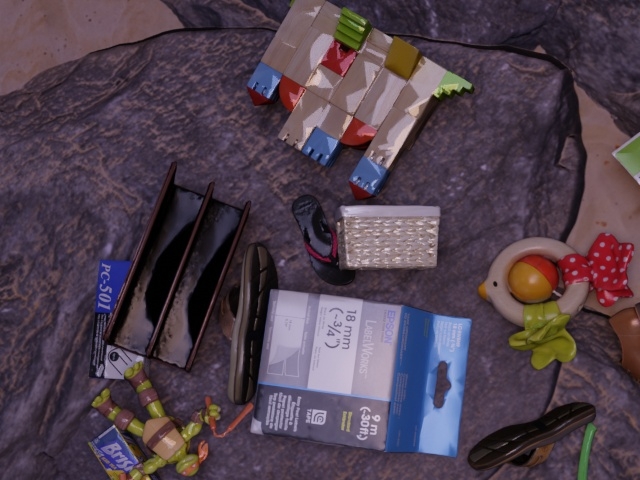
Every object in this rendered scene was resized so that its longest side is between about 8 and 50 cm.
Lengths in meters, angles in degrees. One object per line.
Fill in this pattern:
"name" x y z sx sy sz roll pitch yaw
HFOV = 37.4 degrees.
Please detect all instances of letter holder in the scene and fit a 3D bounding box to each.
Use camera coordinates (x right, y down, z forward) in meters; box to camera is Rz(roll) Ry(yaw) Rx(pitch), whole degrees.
"letter holder" -0.229 0.047 1.542 0.152 0.214 0.301 20 78 -5

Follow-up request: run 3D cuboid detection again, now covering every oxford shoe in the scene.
"oxford shoe" 0.524 0.203 1.508 0.076 0.076 0.212 -23 92 23

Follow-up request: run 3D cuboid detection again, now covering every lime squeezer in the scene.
"lime squeezer" 0.357 0.433 1.500 0.310 0.059 0.110 -43 78 -1

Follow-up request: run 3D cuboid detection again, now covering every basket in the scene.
"basket" 0.109 -0.003 1.572 0.167 0.113 0.103 1 86 -6

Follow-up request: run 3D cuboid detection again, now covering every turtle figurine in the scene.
"turtle figurine" -0.257 0.307 1.562 0.269 0.087 0.217 -43 81 -1

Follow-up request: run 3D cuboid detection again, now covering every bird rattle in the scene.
"bird rattle" 0.375 0.070 1.533 0.207 0.143 0.253 35 83 29

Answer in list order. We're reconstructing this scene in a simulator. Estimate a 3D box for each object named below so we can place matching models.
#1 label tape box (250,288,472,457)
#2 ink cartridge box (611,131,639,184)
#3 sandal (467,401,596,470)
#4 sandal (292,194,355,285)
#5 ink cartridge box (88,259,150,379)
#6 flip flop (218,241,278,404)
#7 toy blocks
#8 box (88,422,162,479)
"label tape box" 0.070 0.217 1.553 0.334 0.106 0.240 6 81 9
"ink cartridge box" 0.624 -0.089 1.539 0.189 0.097 0.255 -37 76 0
"sandal" 0.345 0.326 1.519 0.219 0.090 0.060 -24 99 -4
"sandal" 0.000 0.000 1.635 0.067 0.040 0.179 -29 77 2
"ink cartridge box" -0.344 0.140 1.654 0.097 0.046 0.207 2 80 7
"flip flop" -0.135 0.138 1.606 0.080 0.112 0.277 6 86 23
"toy blocks" 0.033 -0.242 1.623 0.381 0.191 0.261 33 97 12
"box" -0.319 0.393 1.601 0.059 0.054 0.169 -37 77 0
